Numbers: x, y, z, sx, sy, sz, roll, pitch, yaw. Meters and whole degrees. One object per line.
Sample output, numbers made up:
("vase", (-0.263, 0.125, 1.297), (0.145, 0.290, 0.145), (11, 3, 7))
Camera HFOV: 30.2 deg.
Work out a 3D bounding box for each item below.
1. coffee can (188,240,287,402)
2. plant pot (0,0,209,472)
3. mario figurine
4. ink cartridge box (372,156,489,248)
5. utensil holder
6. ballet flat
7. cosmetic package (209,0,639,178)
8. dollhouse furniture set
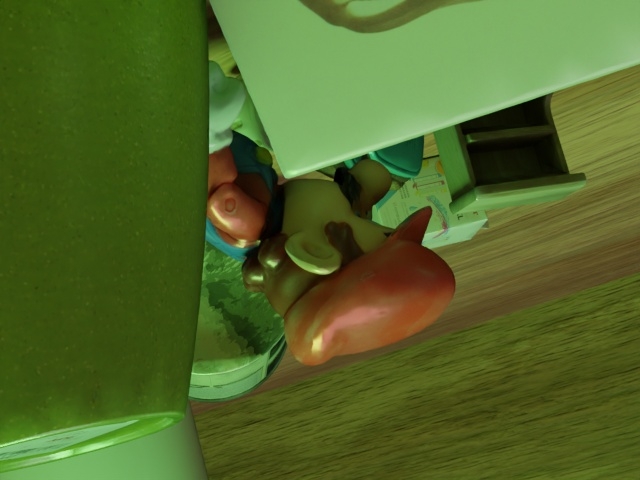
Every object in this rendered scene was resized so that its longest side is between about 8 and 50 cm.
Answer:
("coffee can", (-0.130, 0.076, 1.384), (0.202, 0.201, 0.275), (-13, 168, -7))
("plant pot", (-0.166, -0.036, 0.606), (0.275, 0.293, 0.275), (-14, 168, -3))
("mario figurine", (-0.041, -0.046, 0.850), (0.170, 0.320, 0.198), (-62, 174, 25))
("ink cartridge box", (0.128, -0.043, 1.414), (0.143, 0.092, 0.090), (-14, 167, -10))
("utensil holder", (-0.338, 0.311, 1.779), (0.328, 0.385, 0.327), (-13, 168, -3))
("ballet flat", (-0.004, -0.105, 0.991), (0.124, 0.116, 0.342), (1, 177, 16))
("cosmetic package", (0.101, -0.157, 0.647), (0.296, 0.129, 0.153), (-18, -156, 12))
("dollhouse furniture set", (0.178, -0.137, 0.872), (0.212, 0.161, 0.242), (-8, 167, -26))
